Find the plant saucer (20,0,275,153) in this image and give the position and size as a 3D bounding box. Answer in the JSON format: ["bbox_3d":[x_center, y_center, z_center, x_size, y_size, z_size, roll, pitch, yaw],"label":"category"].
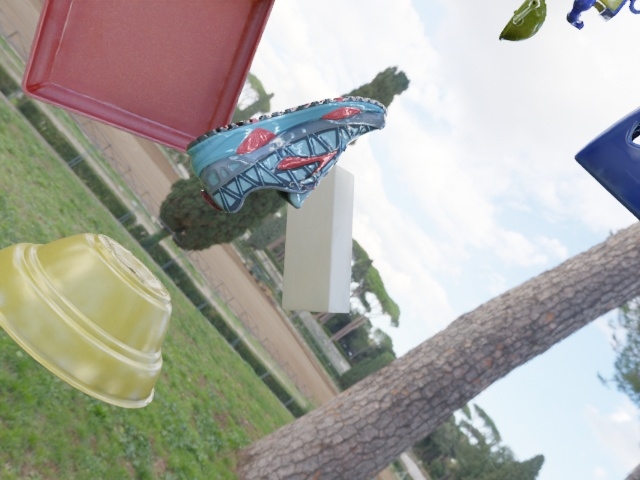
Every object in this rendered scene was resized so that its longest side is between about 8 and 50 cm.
[{"bbox_3d":[-0.224,-0.271,0.651,0.259,0.258,0.048,18,12,-24],"label":"plant saucer"}]

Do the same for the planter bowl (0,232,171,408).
[{"bbox_3d":[-0.219,0.058,0.489,0.217,0.090,0.217,44,-7,6],"label":"planter bowl"}]

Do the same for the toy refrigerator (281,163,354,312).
[{"bbox_3d":[0.000,0.000,0.918,0.094,0.102,0.269,15,75,-59],"label":"toy refrigerator"}]

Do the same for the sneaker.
[{"bbox_3d":[-0.032,-0.108,0.628,0.104,0.262,0.125,-138,-149,-72],"label":"sneaker"}]

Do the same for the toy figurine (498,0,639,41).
[{"bbox_3d":[0.576,-0.519,0.990,0.217,0.362,0.191,36,15,-4],"label":"toy figurine"}]

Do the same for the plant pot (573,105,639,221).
[{"bbox_3d":[0.473,-0.092,0.567,0.236,0.212,0.236,49,27,17],"label":"plant pot"}]
